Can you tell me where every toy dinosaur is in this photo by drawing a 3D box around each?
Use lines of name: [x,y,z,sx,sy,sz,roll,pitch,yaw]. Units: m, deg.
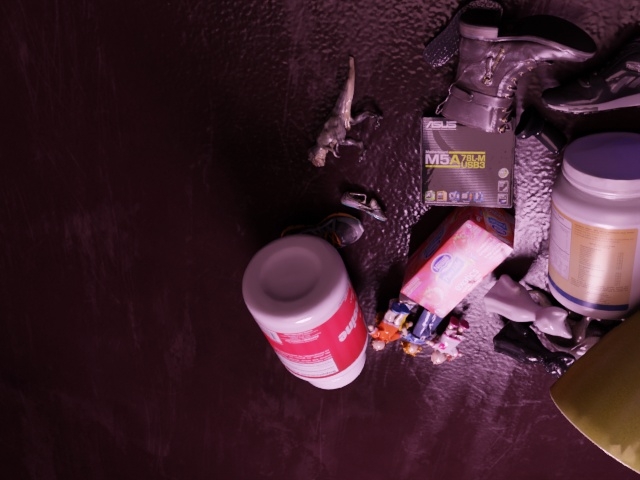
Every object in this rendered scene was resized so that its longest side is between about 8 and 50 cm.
toy dinosaur: [0.057,-0.240,1.528,0.118,0.064,0.268,28,125,4]
toy dinosaur: [0.592,0.217,1.659,0.314,0.121,0.160,22,121,-3]

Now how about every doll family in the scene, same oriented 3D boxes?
doll family: [0.226,0.215,1.787,0.263,0.118,0.163,16,123,-18]

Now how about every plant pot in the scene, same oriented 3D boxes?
plant pot: [0.627,0.243,1.353,0.275,0.275,0.293,29,106,-5]

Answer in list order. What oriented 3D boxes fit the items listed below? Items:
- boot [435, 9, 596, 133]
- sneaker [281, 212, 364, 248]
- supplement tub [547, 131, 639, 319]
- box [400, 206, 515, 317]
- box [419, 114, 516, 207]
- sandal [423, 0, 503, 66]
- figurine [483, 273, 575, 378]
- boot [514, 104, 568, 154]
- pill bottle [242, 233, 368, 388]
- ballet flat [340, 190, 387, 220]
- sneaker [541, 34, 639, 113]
boot: [0.351,-0.296,1.344,0.263,0.091,0.229,16,136,18]
sneaker: [0.000,0.000,1.700,0.215,0.083,0.084,-15,117,24]
supplement tub: [0.566,-0.029,1.421,0.228,0.228,0.316,2,125,15]
box: [0.301,0.031,1.605,0.123,0.128,0.257,32,128,-8]
box: [0.299,-0.163,1.487,0.191,0.045,0.184,3,108,15]
sandal: [0.265,-0.396,1.370,0.067,0.040,0.179,45,134,-12]
figurine: [0.479,0.200,1.627,0.209,0.092,0.214,29,146,51]
boot: [0.427,-0.203,1.409,0.099,0.121,0.045,42,128,-7]
pill bottle: [-0.016,0.185,1.695,0.229,0.229,0.407,0,146,16]
ballet flat: [0.102,-0.082,1.640,0.114,0.041,0.041,23,128,-2]
sneaker: [0.547,-0.306,1.327,0.283,0.107,0.124,-4,109,15]
